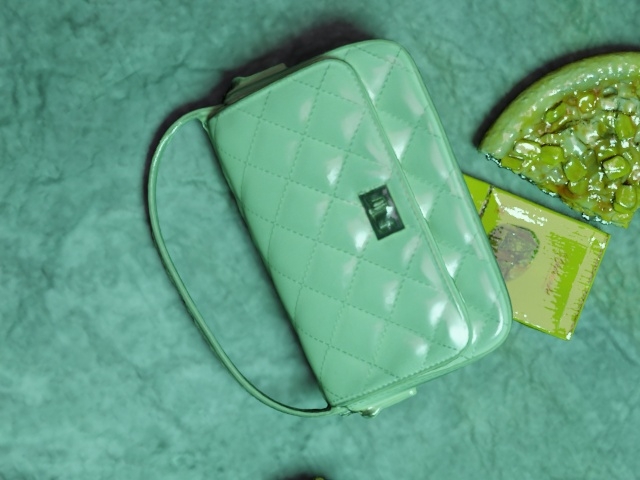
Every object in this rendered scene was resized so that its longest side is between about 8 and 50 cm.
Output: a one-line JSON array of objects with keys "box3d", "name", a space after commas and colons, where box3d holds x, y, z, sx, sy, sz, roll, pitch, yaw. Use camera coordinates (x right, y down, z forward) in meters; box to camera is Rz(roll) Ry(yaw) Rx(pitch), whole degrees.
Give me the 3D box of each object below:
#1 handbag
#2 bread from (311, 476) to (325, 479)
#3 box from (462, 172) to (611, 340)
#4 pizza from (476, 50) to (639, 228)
[{"box3d": [0.000, 0.000, 1.229, 0.219, 0.079, 0.256, -24, 88, 5], "name": "handbag"}, {"box3d": [0.054, 0.336, 1.223, 0.195, 0.149, 0.344, -45, 99, -7], "name": "bread"}, {"box3d": [0.126, 0.006, 1.290, 0.155, 0.023, 0.087, 22, 85, -10], "name": "box"}, {"box3d": [0.201, -0.069, 1.291, 0.178, 0.041, 0.131, -10, 95, -10], "name": "pizza"}]
